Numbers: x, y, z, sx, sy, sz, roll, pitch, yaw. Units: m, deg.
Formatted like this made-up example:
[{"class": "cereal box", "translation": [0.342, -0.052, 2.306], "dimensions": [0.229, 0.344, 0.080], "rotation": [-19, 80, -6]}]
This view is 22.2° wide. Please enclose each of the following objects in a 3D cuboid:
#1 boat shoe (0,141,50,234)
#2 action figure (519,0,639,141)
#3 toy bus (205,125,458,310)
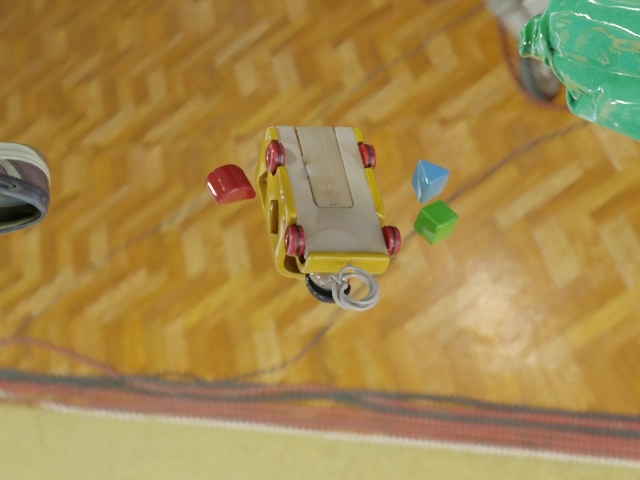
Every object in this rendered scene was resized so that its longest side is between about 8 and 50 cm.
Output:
[{"class": "boat shoe", "translation": [-0.331, -0.034, 1.333], "dimensions": [0.224, 0.080, 0.073], "rotation": [-6, 33, -12]}, {"class": "action figure", "translation": [0.156, -0.076, 0.632], "dimensions": [0.064, 0.137, 0.232], "rotation": [-15, 17, -31]}, {"class": "toy bus", "translation": [0.003, -0.009, 1.454], "dimensions": [0.202, 0.191, 0.104], "rotation": [-43, -20, -40]}]
